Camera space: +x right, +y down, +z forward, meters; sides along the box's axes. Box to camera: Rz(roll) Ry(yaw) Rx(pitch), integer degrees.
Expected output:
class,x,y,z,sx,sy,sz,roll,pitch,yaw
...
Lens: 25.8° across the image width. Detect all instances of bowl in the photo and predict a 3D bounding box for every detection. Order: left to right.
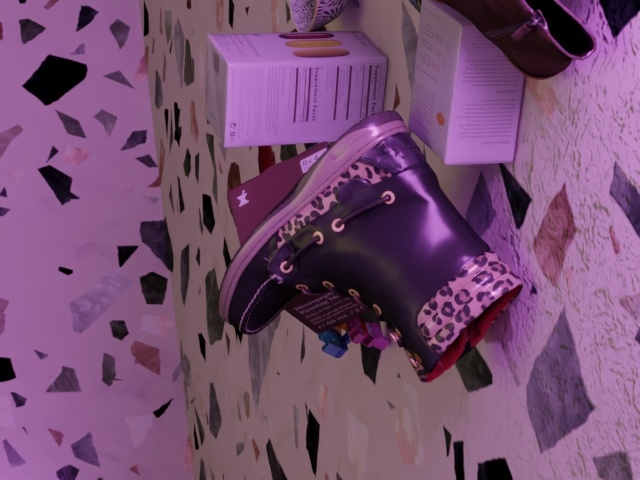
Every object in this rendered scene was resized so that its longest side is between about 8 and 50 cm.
class,x,y,z,sx,sy,sz,roll,pitch,yaw
bowl,0.008,-0.408,2.187,0.170,0.080,0.170,176,90,-73

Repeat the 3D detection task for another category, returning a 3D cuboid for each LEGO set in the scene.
class,x,y,z,sx,sy,sz,roll,pitch,yaw
LEGO set,0.045,0.121,2.191,0.087,0.093,0.227,-49,32,21

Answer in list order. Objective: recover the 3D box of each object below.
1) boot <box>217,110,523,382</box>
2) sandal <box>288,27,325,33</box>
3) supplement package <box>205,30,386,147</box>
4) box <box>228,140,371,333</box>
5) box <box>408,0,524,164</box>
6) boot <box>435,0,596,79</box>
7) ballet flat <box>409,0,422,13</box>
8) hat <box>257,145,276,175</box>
class,x,y,z,sx,sy,sz,roll,pitch,yaw
boot,0.055,0.059,1.742,0.284,0.138,0.377,49,118,16
sandal,-0.007,-0.277,2.298,0.060,0.090,0.219,73,171,-49
supplement package,-0.040,-0.230,2.098,0.139,0.244,0.134,-124,34,-57
box,0.000,0.000,1.999,0.203,0.168,0.167,40,-151,-52
box,0.175,-0.192,1.667,0.130,0.091,0.170,-126,36,-60
boot,0.181,-0.275,1.465,0.248,0.090,0.207,46,177,-5
ballet flat,0.169,-0.311,1.739,0.188,0.070,0.070,171,96,-75
hat,-0.108,-0.061,2.264,0.208,0.183,0.173,-51,-6,-45
